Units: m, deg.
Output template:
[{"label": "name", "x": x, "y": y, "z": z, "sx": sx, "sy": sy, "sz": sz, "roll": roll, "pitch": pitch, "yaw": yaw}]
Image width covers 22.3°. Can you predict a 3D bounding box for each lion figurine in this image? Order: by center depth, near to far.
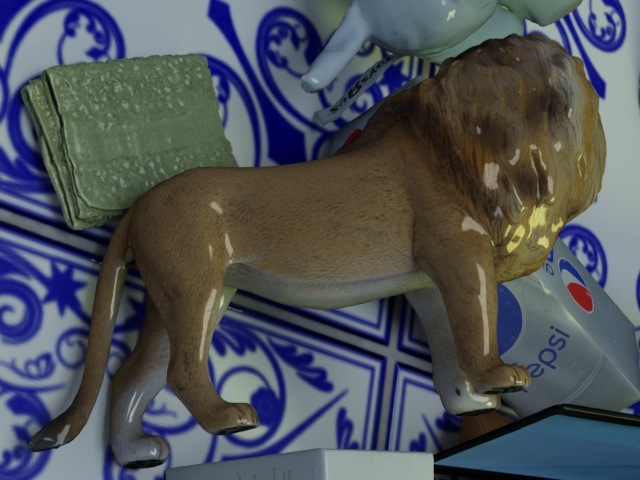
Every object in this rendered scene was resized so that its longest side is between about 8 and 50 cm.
[{"label": "lion figurine", "x": 0.000, "y": 0.000, "z": 1.027, "sx": 0.392, "sy": 0.142, "sz": 0.240, "roll": -8, "pitch": 75, "yaw": -6}]

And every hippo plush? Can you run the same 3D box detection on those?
[{"label": "hippo plush", "x": 0.071, "y": -0.256, "z": 1.211, "sx": 0.294, "sy": 0.234, "sz": 0.236, "roll": -30, "pitch": 81, "yaw": 1}]

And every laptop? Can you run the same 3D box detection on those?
[{"label": "laptop", "x": 0.170, "y": 0.227, "z": 1.119, "sx": 0.234, "sy": 0.136, "sz": 0.264, "roll": 12, "pitch": 99, "yaw": -33}]

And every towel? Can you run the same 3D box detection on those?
[{"label": "towel", "x": -0.124, "y": -0.070, "z": 1.082, "sx": 0.148, "sy": 0.027, "sz": 0.110, "roll": -15, "pitch": 89, "yaw": -40}]

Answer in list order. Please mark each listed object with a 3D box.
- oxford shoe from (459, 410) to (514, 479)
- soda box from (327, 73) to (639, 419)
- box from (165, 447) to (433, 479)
[{"label": "oxford shoe", "x": 0.175, "y": 0.199, "z": 1.253, "sx": 0.212, "sy": 0.076, "sz": 0.076, "roll": 52, "pitch": 12, "yaw": -32}, {"label": "soda box", "x": 0.124, "y": 0.020, "z": 1.209, "sx": 0.286, "sy": 0.091, "sz": 0.098, "roll": 47, "pitch": 26, "yaw": -23}, {"label": "box", "x": -0.015, "y": 0.202, "z": 1.018, "sx": 0.091, "sy": 0.170, "sz": 0.130, "roll": 8, "pitch": 75, "yaw": -38}]
